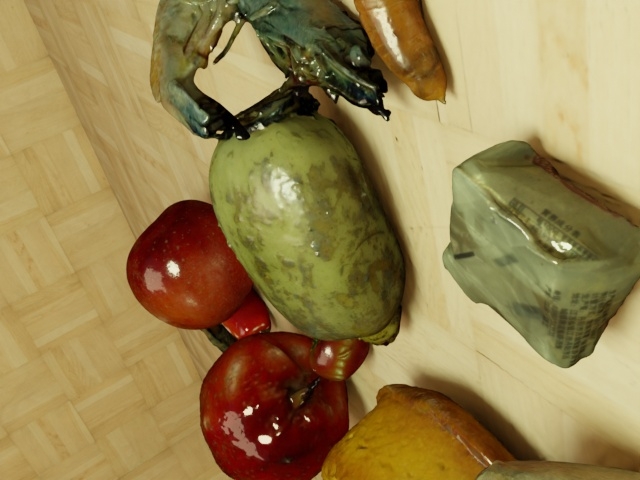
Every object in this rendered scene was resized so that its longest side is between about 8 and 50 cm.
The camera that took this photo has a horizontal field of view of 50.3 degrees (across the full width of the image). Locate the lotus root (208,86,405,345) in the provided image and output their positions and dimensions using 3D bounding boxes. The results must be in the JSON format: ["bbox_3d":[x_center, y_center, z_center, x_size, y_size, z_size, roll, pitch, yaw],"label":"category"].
[{"bbox_3d":[0.000,0.000,0.694,0.173,0.173,0.309,23,146,60],"label":"lotus root"}]

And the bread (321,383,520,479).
[{"bbox_3d":[0.130,0.300,0.734,0.312,0.172,0.312,48,158,26],"label":"bread"}]

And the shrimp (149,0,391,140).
[{"bbox_3d":[-0.067,-0.162,0.589,0.289,0.178,0.075,50,-171,24],"label":"shrimp"}]

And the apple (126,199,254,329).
[{"bbox_3d":[-0.226,0.043,1.193,0.201,0.218,0.218,41,169,-25],"label":"apple"}]

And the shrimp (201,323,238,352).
[{"bbox_3d":[-0.239,0.170,1.481,0.272,0.085,0.445,42,170,40],"label":"shrimp"}]

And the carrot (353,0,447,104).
[{"bbox_3d":[0.030,-0.204,0.471,0.059,0.059,0.247,12,132,64],"label":"carrot"}]

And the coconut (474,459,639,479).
[{"bbox_3d":[0.188,0.263,0.488,0.233,0.224,0.224,67,160,-5],"label":"coconut"}]

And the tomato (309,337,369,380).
[{"bbox_3d":[0.025,0.148,0.920,0.075,0.087,0.087,24,162,-9],"label":"tomato"}]

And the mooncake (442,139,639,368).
[{"bbox_3d":[0.144,0.009,0.452,0.130,0.073,0.125,50,161,31],"label":"mooncake"}]

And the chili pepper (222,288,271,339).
[{"bbox_3d":[-0.174,0.121,1.389,0.137,0.092,0.368,52,177,-39],"label":"chili pepper"}]

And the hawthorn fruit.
[{"bbox_3d":[-0.053,0.248,1.057,0.254,0.254,0.300,57,141,11],"label":"hawthorn fruit"}]
